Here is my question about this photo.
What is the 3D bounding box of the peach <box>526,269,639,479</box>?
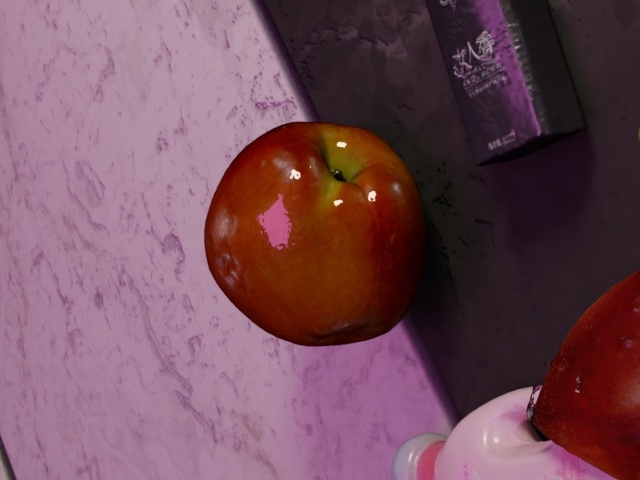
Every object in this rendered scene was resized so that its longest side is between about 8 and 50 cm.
[{"bbox_3d":[0.259,0.097,0.924,0.279,0.068,0.189,-24,57,36],"label":"peach"}]

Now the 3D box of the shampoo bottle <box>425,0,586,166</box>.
[{"bbox_3d":[0.138,-0.225,1.051,0.098,0.071,0.309,-25,79,58],"label":"shampoo bottle"}]

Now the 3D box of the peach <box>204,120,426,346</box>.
[{"bbox_3d":[0.000,0.000,1.208,0.243,0.199,0.243,24,130,33],"label":"peach"}]

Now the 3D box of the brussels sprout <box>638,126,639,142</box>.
[{"bbox_3d":[0.302,-0.069,0.836,0.155,0.118,0.155,172,90,-76],"label":"brussels sprout"}]

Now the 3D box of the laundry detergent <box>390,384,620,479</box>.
[{"bbox_3d":[0.188,0.214,1.114,0.335,0.088,0.159,-14,79,56],"label":"laundry detergent"}]
